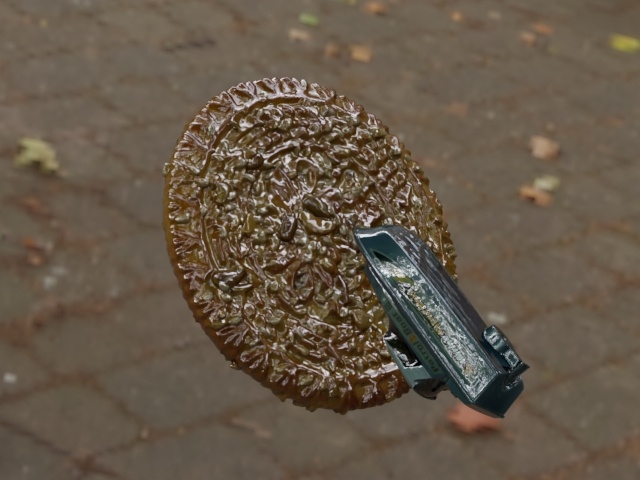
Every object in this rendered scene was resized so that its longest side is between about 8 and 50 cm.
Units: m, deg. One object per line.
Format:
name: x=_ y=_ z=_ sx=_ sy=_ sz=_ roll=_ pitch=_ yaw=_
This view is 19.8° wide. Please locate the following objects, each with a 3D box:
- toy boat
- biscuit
toy boat: x=0.060 y=0.042 z=1.054 sx=0.141 sy=0.060 sz=0.055 roll=54 pitch=12 yaw=27
biscuit: x=0.000 y=0.000 z=1.560 sx=0.305 sy=0.038 sz=0.305 roll=15 pitch=62 yaw=-32
